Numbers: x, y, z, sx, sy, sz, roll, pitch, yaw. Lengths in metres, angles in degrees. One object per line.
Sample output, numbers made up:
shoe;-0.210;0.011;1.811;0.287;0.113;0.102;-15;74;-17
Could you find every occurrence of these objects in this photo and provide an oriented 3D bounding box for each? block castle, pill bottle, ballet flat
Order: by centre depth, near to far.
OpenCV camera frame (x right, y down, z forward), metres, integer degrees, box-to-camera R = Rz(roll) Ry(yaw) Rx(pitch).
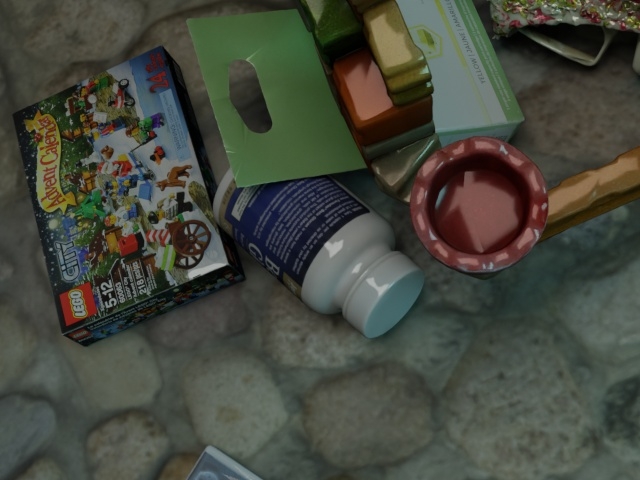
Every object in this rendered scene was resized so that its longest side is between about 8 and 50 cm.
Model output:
block castle;0.121;-0.220;0.745;0.303;0.213;0.453;-24;78;3
pill bottle;0.000;0.000;0.884;0.169;0.094;0.094;41;85;26
ballet flat;0.247;-0.177;0.896;0.241;0.091;0.077;19;108;27

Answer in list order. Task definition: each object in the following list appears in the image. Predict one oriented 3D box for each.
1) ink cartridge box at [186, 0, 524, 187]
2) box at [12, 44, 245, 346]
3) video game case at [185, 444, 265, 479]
ink cartridge box;0.027;-0.140;0.893;0.235;0.056;0.171;-8;64;-22
box;-0.175;-0.042;0.980;0.159;0.044;0.233;-23;65;7
video game case;-0.058;0.278;0.836;0.190;0.022;0.173;28;80;24
